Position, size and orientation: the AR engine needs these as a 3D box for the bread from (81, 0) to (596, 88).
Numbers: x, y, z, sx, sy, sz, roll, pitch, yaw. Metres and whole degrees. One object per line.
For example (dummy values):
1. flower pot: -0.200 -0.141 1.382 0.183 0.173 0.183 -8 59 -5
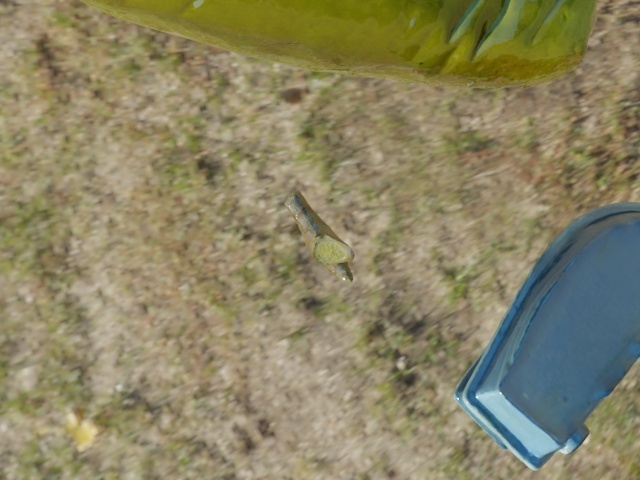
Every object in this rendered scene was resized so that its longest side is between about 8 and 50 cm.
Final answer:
1. bread: -0.004 -0.163 0.914 0.166 0.383 0.112 8 88 60

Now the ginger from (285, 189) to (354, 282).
1. ginger: 0.000 0.001 1.288 0.030 0.048 0.097 -37 104 -15

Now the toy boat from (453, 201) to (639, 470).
1. toy boat: 0.183 0.057 1.057 0.109 0.238 0.098 45 153 -8
